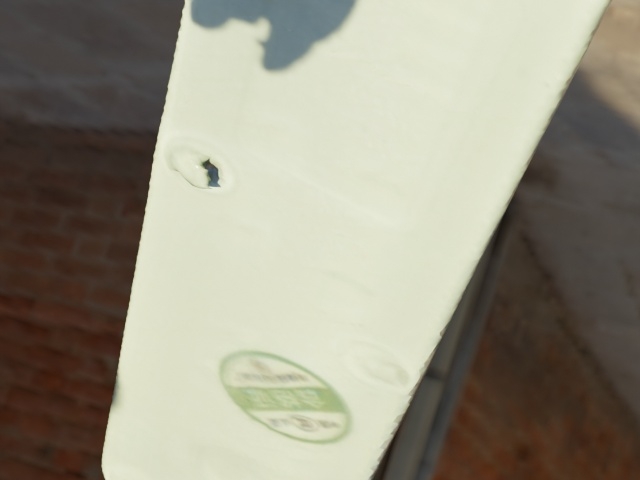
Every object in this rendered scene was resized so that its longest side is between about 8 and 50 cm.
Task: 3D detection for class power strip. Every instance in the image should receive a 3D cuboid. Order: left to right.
[{"bbox_3d":[0.000,0.000,0.523,0.091,0.062,0.385,27,147,6],"label":"power strip"}]
